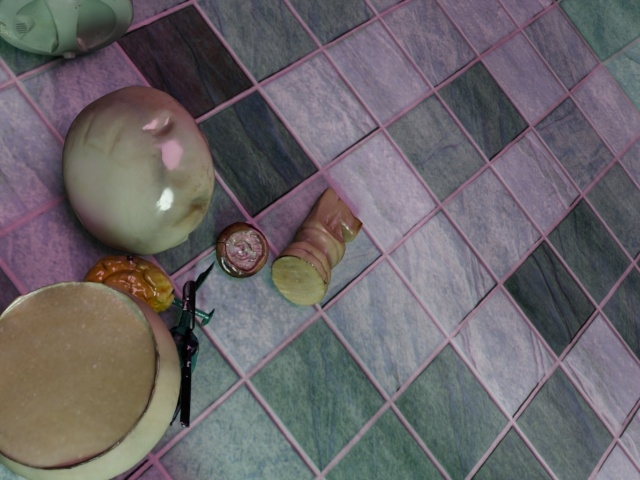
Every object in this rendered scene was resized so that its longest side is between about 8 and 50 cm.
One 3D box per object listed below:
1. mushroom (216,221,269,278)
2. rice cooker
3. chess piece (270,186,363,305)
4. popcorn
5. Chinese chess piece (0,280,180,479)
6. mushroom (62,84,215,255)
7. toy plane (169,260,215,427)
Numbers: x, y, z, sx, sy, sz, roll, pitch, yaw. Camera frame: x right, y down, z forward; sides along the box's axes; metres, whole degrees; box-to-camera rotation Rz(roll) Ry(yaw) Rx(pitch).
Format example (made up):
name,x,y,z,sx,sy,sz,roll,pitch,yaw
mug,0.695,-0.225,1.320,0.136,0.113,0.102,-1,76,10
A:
name,x,y,z,sx,sy,sz,roll,pitch,yaw
mushroom,-0.167,0.021,1.810,0.123,0.052,0.123,8,71,-26
rice cooker,-0.512,-0.518,1.689,0.288,0.288,0.277,-1,67,-33
chess piece,0.000,0.000,1.900,0.137,0.137,0.301,41,42,-11
popcorn,-0.359,0.090,1.600,0.167,0.152,0.148,18,20,11
Chinese chess piece,-0.400,0.231,1.416,0.338,0.140,0.338,-2,67,5
mushroom,-0.351,-0.146,1.625,0.315,0.315,0.356,12,27,-28
toy plane,-0.264,0.204,1.605,0.106,0.155,0.382,30,39,-18
